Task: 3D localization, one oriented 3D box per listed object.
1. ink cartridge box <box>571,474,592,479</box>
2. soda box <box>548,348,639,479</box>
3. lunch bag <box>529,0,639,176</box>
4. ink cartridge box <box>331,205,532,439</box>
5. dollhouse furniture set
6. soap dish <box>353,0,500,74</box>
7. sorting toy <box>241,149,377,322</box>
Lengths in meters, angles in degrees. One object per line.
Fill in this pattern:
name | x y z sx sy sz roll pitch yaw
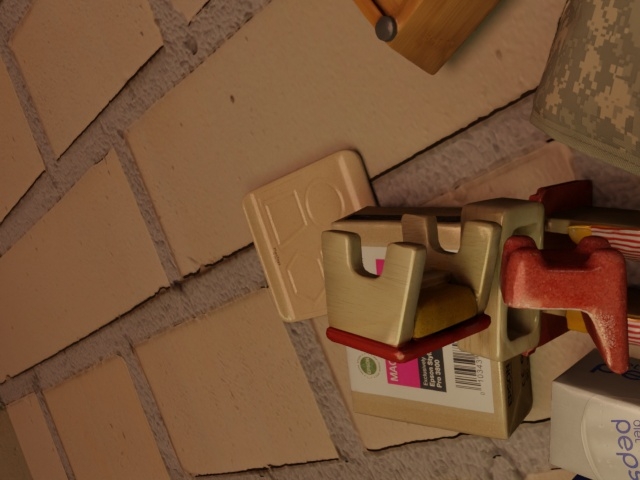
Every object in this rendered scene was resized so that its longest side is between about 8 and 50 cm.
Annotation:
ink cartridge box | 0.335 0.264 0.665 0.207 0.097 0.046 9 110 42
soda box | 0.350 0.183 0.624 0.286 0.098 0.091 12 112 42
lunch bag | 0.283 -0.162 0.517 0.287 0.168 0.235 -132 45 -56
ink cartridge box | 0.122 0.083 0.801 0.193 0.088 0.235 0 104 34
dollhouse furniture set | 0.200 0.052 0.533 0.201 0.374 0.152 10 106 44
soap dish | 0.080 -0.343 0.697 0.291 0.118 0.229 56 134 14
sorting toy | 0.000 0.000 0.952 0.208 0.038 0.193 -19 90 41
